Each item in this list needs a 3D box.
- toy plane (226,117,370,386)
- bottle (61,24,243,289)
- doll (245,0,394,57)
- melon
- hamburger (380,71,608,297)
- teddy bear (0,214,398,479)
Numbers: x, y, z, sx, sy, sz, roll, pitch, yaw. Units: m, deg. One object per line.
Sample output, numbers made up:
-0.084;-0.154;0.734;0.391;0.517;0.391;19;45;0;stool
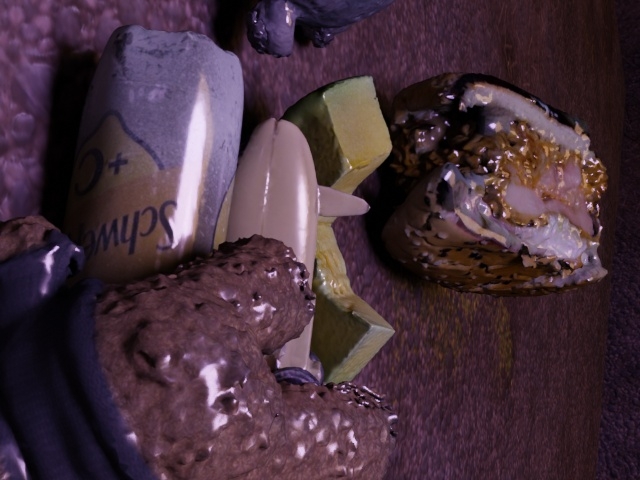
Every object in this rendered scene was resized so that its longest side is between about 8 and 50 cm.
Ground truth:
-0.035;0.053;0.605;0.229;0.092;0.244;-75;179;-85;toy plane
-0.093;0.030;0.525;0.083;0.083;0.270;21;74;-66;bottle
0.011;-0.258;0.755;0.340;0.158;0.246;-80;-169;-61;doll
0.000;0.000;0.714;0.064;0.118;0.210;-7;84;-54;melon
0.154;-0.040;1.016;0.288;0.192;0.168;16;66;-40;hamburger
-0.076;0.067;0.413;0.251;0.129;0.182;-19;78;-32;teddy bear
